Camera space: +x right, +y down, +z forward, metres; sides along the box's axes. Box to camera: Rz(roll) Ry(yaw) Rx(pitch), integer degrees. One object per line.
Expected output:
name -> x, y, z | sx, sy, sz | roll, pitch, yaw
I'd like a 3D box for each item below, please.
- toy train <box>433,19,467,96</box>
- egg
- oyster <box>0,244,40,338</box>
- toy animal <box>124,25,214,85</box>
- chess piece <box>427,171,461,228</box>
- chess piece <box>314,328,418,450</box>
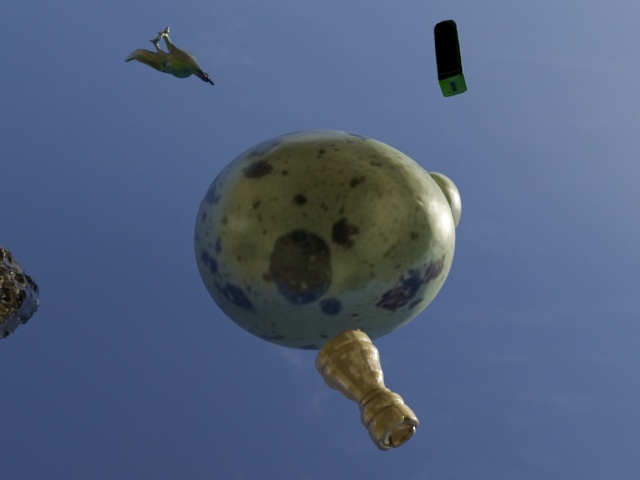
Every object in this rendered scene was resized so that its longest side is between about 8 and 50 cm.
toy train -> 0.223, -0.315, 1.686 | 0.044, 0.042, 0.209 | -14, -145, 14
egg -> 0.000, 0.000, 1.260 | 0.288, 0.287, 0.379 | -33, -162, -29
oyster -> -0.350, 0.066, 1.088 | 0.051, 0.103, 0.148 | -8, -149, 15
toy animal -> -0.237, -0.277, 1.441 | 0.217, 0.075, 0.041 | 22, -123, 39
chess piece -> 0.093, -0.049, 1.532 | 0.251, 0.144, 0.144 | -5, -135, 19
chess piece -> 0.051, 0.155, 1.011 | 0.066, 0.066, 0.122 | -21, -132, -21
